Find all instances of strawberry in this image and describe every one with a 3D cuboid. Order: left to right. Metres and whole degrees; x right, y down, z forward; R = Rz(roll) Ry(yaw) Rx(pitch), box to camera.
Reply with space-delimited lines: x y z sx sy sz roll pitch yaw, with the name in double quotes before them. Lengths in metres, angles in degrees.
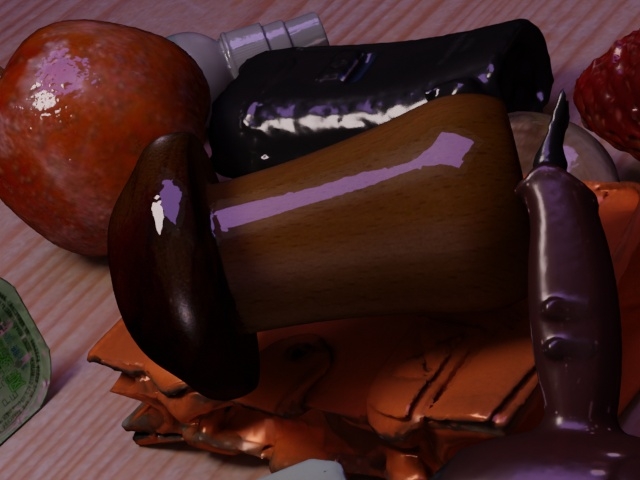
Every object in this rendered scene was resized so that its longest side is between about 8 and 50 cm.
"strawberry" 0.317 -0.120 1.468 0.244 0.205 0.205 -6 29 45

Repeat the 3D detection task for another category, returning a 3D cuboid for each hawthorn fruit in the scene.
"hawthorn fruit" -0.227 -0.100 1.729 0.263 0.231 0.235 1 -2 -39

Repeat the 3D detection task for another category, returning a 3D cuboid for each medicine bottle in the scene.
"medicine bottle" -0.160 -0.165 1.942 0.351 0.110 0.110 -22 28 -2

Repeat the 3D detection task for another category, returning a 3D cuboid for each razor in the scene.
"razor" 0.055 -0.132 1.737 0.327 0.107 0.189 -4 31 30

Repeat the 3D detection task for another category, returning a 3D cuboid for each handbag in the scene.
"handbag" 0.051 0.063 1.386 0.410 0.116 0.303 5 38 40

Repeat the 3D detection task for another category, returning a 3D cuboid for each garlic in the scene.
"garlic" 0.192 -0.043 1.532 0.198 0.090 0.128 21 64 43

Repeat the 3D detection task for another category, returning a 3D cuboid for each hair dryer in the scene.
"hair dryer" 0.206 0.066 1.103 0.312 0.340 0.123 -6 -12 15

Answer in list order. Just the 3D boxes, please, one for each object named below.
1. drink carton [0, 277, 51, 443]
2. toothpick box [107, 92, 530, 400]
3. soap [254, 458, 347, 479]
"drink carton" -0.340 0.108 1.561 0.142 0.146 0.144 -3 31 46
"toothpick box" 0.000 0.000 1.245 0.294 0.192 0.192 -12 28 6
"soap" -0.095 0.259 1.157 0.289 0.095 0.173 -22 27 -1
